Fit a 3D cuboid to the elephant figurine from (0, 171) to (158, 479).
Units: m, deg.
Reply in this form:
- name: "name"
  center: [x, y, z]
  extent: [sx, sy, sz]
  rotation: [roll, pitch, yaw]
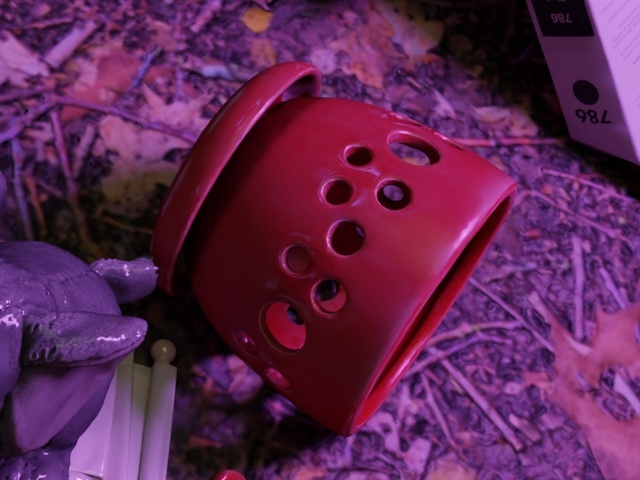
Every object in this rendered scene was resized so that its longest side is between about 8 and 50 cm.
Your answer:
- name: "elephant figurine"
  center: [-0.174, 0.053, 0.896]
  extent: [0.169, 0.239, 0.186]
  rotation: [9, 71, -6]

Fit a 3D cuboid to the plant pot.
- name: "plant pot"
  center: [0.000, 0.000, 1.072]
  extent: [0.174, 0.191, 0.191]
  rotation: [32, 54, 9]

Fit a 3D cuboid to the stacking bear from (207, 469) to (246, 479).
- name: "stacking bear"
  center: [-0.106, 0.237, 0.903]
  extent: [0.289, 0.164, 0.175]
  rotation: [-40, 121, -46]

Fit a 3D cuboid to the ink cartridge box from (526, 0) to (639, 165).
- name: "ink cartridge box"
  center: [0.218, -0.197, 1.276]
  extent: [0.165, 0.065, 0.332]
  rotation: [-46, 125, -37]

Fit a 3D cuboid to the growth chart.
- name: "growth chart"
  center: [-0.196, 0.094, 1.035]
  extent: [0.237, 0.021, 0.172]
  rotation: [20, 55, -9]
